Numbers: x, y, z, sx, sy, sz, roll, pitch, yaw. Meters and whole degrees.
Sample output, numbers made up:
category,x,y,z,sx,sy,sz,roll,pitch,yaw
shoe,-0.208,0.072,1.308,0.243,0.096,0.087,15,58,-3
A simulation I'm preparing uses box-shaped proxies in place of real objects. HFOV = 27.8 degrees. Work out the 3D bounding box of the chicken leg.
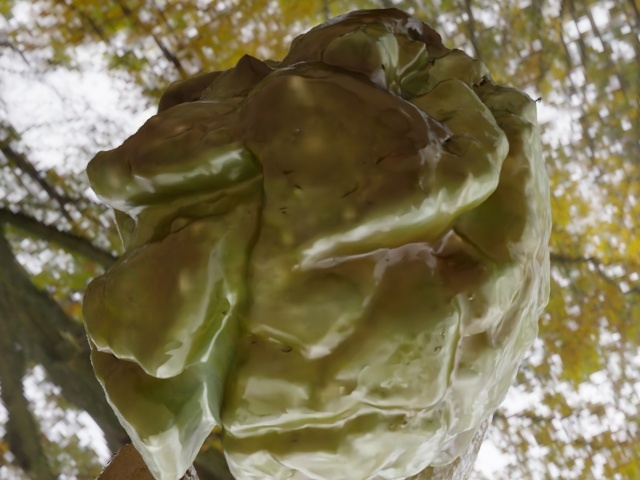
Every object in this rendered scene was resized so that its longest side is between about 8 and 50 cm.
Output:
category,x,y,z,sx,sy,sz,roll,pitch,yaw
chicken leg,-0.198,0.309,1.334,0.107,0.087,0.252,17,-131,-2

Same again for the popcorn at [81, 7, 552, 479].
category,x,y,z,sx,sy,sz,roll,pitch,yaw
popcorn,0.002,0.004,0.725,0.282,0.247,0.282,-11,-161,4

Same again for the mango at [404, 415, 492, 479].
category,x,y,z,sx,sy,sz,roll,pitch,yaw
mango,0.085,0.133,1.298,0.195,0.332,0.142,-12,-159,4
